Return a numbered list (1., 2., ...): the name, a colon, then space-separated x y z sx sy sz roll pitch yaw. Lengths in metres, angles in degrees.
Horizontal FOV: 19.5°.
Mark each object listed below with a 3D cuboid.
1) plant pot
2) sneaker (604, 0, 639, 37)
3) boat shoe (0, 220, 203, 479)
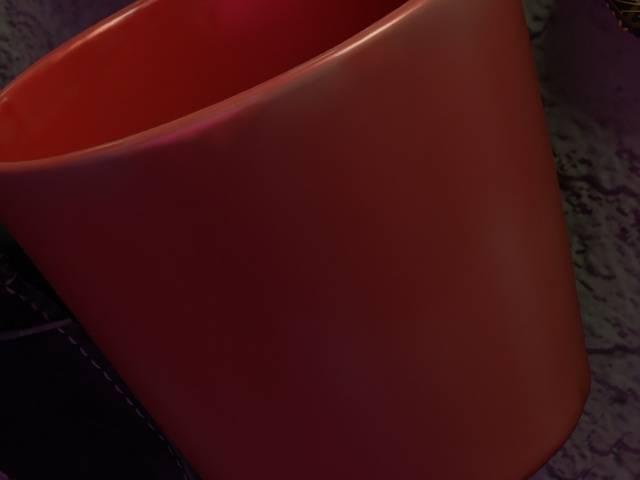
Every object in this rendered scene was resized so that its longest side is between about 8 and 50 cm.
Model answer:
1. plant pot: 0.000 0.000 0.906 0.275 0.275 0.243 -14 114 27
2. sneaker: 0.151 -0.119 0.920 0.083 0.031 0.035 22 114 16
3. boat shoe: -0.230 0.029 1.040 0.500 0.156 0.187 46 125 -9
